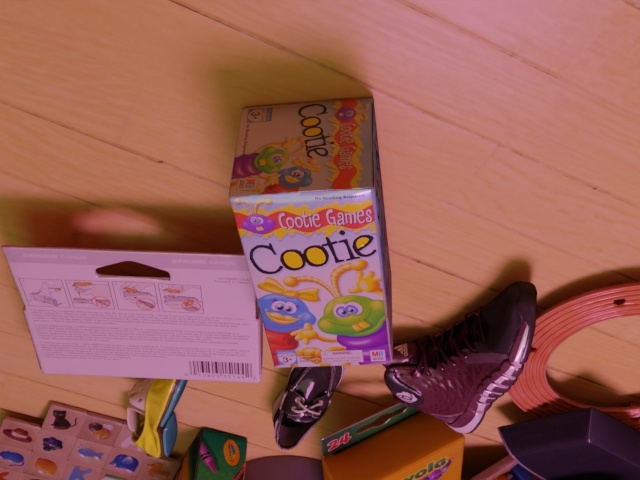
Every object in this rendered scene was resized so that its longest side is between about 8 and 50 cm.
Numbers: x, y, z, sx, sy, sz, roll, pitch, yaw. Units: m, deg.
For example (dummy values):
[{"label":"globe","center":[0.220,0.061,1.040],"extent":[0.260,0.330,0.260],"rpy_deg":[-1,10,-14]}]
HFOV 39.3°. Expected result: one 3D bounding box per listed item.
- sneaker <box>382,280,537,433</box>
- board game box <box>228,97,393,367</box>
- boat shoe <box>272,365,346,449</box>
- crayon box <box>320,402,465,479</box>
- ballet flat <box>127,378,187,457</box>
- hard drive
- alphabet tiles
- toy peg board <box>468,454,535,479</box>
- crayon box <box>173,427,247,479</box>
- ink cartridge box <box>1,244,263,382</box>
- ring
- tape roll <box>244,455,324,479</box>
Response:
[{"label":"sneaker","center":[0.163,0.146,1.160],"extent":[0.162,0.106,0.281],"rpy_deg":[16,132,-3]},{"label":"board game box","center":[0.000,0.000,0.980],"extent":[0.142,0.144,0.275],"rpy_deg":[-3,136,7]},{"label":"boat shoe","center":[-0.016,0.223,1.269],"extent":[0.077,0.070,0.219],"rpy_deg":[12,136,-10]},{"label":"crayon box","center":[0.108,0.366,1.348],"extent":[0.202,0.081,0.319],"rpy_deg":[-23,139,-15]},{"label":"ballet flat","center":[-0.243,0.244,1.305],"extent":[0.077,0.077,0.231],"rpy_deg":[22,138,3]},{"label":"hard drive","center":[0.397,0.320,1.329],"extent":[0.172,0.054,0.254],"rpy_deg":[-22,140,37]},{"label":"alphabet tiles","center":[-0.401,0.398,1.469],"extent":[0.285,0.011,0.343],"rpy_deg":[19,123,-16]},{"label":"toy peg board","center":[0.277,0.429,1.412],"extent":[0.160,0.079,0.161],"rpy_deg":[-25,141,-21]},{"label":"crayon box","center":[-0.205,0.447,1.445],"extent":[0.081,0.165,0.278],"rpy_deg":[18,134,-15]},{"label":"ink cartridge box","center":[-0.221,0.078,1.129],"extent":[0.296,0.066,0.261],"rpy_deg":[3,136,-1]},{"label":"ring","center":[0.415,0.160,1.212],"extent":[0.336,0.032,0.337],"rpy_deg":[1,136,1]},{"label":"tape roll","center":[-0.052,0.448,1.508],"extent":[0.219,0.072,0.219],"rpy_deg":[1,137,1]}]
